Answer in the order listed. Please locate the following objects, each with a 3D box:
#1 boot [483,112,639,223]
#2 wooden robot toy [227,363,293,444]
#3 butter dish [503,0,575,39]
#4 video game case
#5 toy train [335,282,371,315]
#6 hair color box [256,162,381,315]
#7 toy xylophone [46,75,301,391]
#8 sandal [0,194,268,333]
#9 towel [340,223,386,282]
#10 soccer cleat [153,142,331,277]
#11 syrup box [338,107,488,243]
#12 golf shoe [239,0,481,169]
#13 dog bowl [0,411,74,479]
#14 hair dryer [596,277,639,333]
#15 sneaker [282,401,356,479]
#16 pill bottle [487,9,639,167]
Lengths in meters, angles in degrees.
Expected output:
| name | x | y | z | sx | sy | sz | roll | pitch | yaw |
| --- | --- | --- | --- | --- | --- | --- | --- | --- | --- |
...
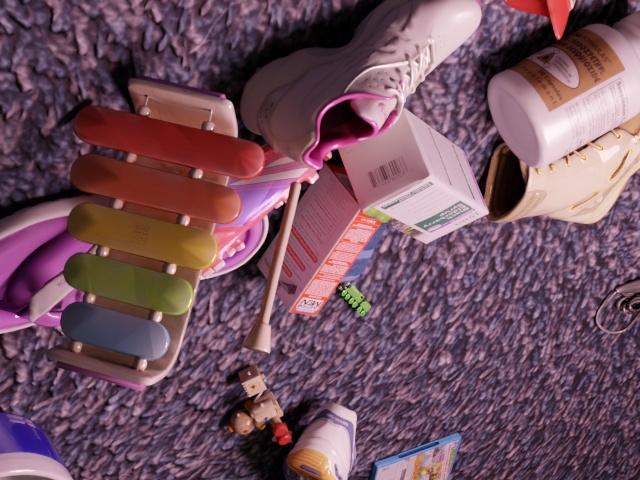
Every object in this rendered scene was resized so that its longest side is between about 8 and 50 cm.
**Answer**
| name | x | y | z | sx | sy | sz | roll | pitch | yaw |
| --- | --- | --- | --- | --- | --- | --- | --- | --- | --- |
| boot | 0.342 | -0.129 | 1.819 | 0.203 | 0.095 | 0.262 | -2 | 134 | -36 |
| wooden robot toy | -0.092 | 0.249 | 1.882 | 0.079 | 0.076 | 0.173 | -23 | 141 | -1 |
| butter dish | 0.227 | -0.330 | 1.510 | 0.160 | 0.118 | 0.160 | 65 | 36 | -52 |
| video game case | 0.152 | 0.386 | 2.257 | 0.166 | 0.015 | 0.119 | -15 | 136 | -26 |
| toy train | 0.046 | 0.078 | 1.855 | 0.024 | 0.017 | 0.083 | -47 | 143 | -5 |
| hair color box | 0.000 | 0.000 | 1.676 | 0.053 | 0.093 | 0.167 | 13 | 121 | -45 |
| toy xylophone | -0.150 | -0.003 | 1.399 | 0.236 | 0.323 | 0.081 | 6 | 171 | 8 |
| sandal | -0.235 | 0.029 | 1.509 | 0.416 | 0.102 | 0.169 | -17 | 138 | -24 |
| towel | 0.047 | 0.006 | 1.771 | 0.067 | 0.029 | 0.119 | -1 | 129 | -39 |
| soccer cleat | -0.082 | -0.063 | 1.514 | 0.248 | 0.095 | 0.083 | -46 | -170 | -27 |
| syrup box | 0.115 | -0.072 | 1.629 | 0.093 | 0.096 | 0.237 | -26 | 161 | 17 |
| golf shoe | 0.066 | -0.177 | 1.511 | 0.306 | 0.140 | 0.115 | -31 | 140 | -11 |
| dog bowl | -0.434 | 0.338 | 1.669 | 0.265 | 0.104 | 0.265 | -22 | 139 | -20 |
| hair dryer | 0.614 | 0.071 | 2.248 | 0.223 | 0.080 | 0.293 | 21 | 114 | -47 |
| sneaker | 0.008 | 0.345 | 2.023 | 0.131 | 0.112 | 0.296 | -59 | 173 | -30 |
| pill bottle | 0.337 | -0.198 | 1.709 | 0.229 | 0.131 | 0.131 | -29 | 142 | -12 |
